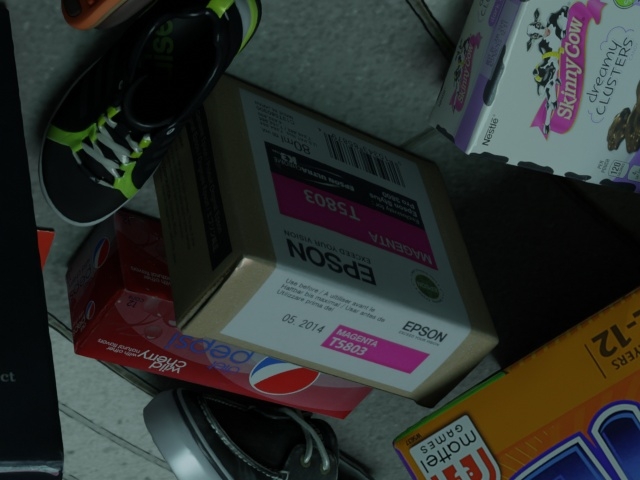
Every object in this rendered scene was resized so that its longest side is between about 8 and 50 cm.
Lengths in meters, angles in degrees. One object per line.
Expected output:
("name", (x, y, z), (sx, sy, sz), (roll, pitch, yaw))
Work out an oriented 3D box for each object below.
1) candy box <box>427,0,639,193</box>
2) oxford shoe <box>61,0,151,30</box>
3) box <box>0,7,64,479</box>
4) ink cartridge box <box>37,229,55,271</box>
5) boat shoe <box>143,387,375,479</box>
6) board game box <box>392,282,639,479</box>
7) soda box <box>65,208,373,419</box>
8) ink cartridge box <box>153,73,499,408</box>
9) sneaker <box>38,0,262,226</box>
("candy box", (0.198, -0.129, 1.158), (0.196, 0.070, 0.165), (10, 110, -27))
("oxford shoe", (-0.050, -0.212, 1.016), (0.271, 0.097, 0.098), (-36, 138, 20))
("box", (-0.330, 0.046, 0.980), (0.293, 0.395, 0.212), (1, 135, -18))
("ink cartridge box", (-0.294, 0.062, 1.271), (0.145, 0.045, 0.179), (5, 136, -22))
("boat shoe", (-0.040, 0.197, 1.455), (0.119, 0.121, 0.335), (-34, 146, 8))
("board game box", (0.338, 0.188, 1.264), (0.356, 0.356, 0.356), (-34, 173, 19))
("soda box", (-0.071, 0.064, 1.303), (0.263, 0.092, 0.083), (18, 129, -32))
("ink cartridge box", (0.000, 0.000, 1.182), (0.235, 0.193, 0.088), (20, 127, -34))
("sneaker", (-0.130, -0.095, 1.098), (0.084, 0.097, 0.234), (36, 115, -6))
